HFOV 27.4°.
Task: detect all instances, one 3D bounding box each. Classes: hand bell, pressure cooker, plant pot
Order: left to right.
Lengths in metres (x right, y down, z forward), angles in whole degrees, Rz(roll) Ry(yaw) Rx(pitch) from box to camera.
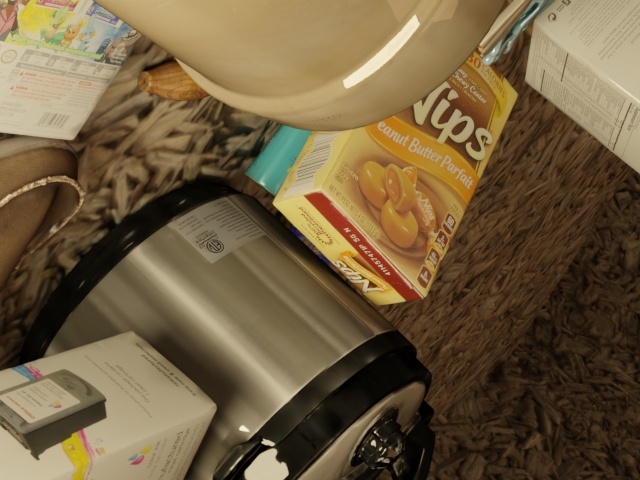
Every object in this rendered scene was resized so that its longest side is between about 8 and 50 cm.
[{"bbox_3d":[-0.065,-0.248,0.845,0.280,0.323,0.323,7,125,-50],"label":"plant pot"},{"bbox_3d":[-0.079,-0.160,1.300,0.242,0.126,0.126,-10,140,-45],"label":"hand bell"},{"bbox_3d":[-0.083,0.189,1.464,0.370,0.420,0.375,-46,163,-9],"label":"pressure cooker"}]

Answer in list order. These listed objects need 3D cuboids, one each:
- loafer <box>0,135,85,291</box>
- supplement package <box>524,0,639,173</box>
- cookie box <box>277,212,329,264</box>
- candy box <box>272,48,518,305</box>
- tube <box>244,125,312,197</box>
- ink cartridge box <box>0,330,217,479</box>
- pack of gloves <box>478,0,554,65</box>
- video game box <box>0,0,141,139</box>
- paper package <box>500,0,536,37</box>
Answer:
[{"bbox_3d":[-0.326,0.061,1.096,0.366,0.130,0.134,-44,162,-14],"label":"loafer"},{"bbox_3d":[0.399,-0.202,1.491,0.199,0.262,0.198,-47,166,-7],"label":"supplement package"},{"bbox_3d":[-0.032,0.014,1.780,0.092,0.040,0.107,10,124,-35],"label":"cookie box"},{"bbox_3d":[0.093,-0.107,1.474,0.087,0.183,0.316,-11,-138,47],"label":"candy box"},{"bbox_3d":[-0.009,-0.147,1.555,0.207,0.052,0.080,-54,169,0],"label":"tube"},{"bbox_3d":[-0.261,0.227,1.147,0.306,0.131,0.226,-18,140,-55],"label":"ink cartridge box"},{"bbox_3d":[0.229,-0.278,1.317,0.232,0.046,0.195,-47,174,6],"label":"pack of gloves"},{"bbox_3d":[-0.213,-0.169,1.018,0.187,0.048,0.205,-51,163,15],"label":"video game box"},{"bbox_3d":[0.260,-0.412,1.420,0.325,0.168,0.309,-52,162,8],"label":"paper package"}]
